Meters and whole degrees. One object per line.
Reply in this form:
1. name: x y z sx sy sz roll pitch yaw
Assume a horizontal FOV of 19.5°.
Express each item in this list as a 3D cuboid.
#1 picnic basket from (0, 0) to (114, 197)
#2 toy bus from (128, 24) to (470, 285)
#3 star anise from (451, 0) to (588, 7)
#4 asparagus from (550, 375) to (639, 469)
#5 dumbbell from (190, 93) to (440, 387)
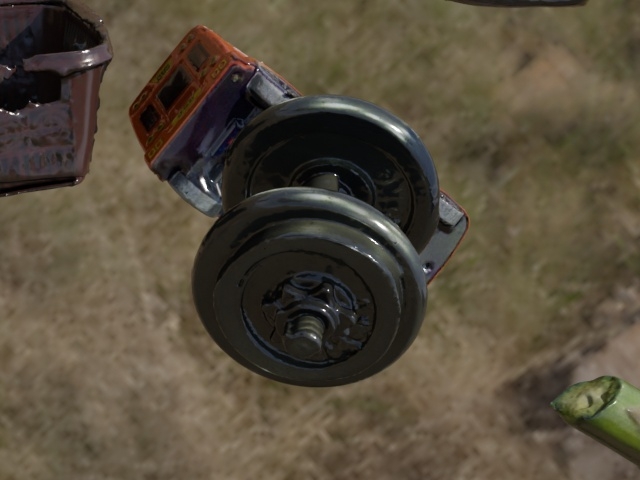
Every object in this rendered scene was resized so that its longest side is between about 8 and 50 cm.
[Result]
1. picnic basket: -0.294 -0.129 1.673 0.223 0.129 0.297 -10 20 -13
2. toy bus: -0.017 -0.061 1.762 0.329 0.143 0.153 32 12 -34
3. star anise: 0.221 -0.242 1.169 0.237 0.346 0.148 57 16 2
4. asparagus: 0.291 0.172 1.538 0.278 0.067 0.060 34 39 -40
5. dumbbell: 0.000 0.000 1.512 0.192 0.192 0.290 36 31 -17
